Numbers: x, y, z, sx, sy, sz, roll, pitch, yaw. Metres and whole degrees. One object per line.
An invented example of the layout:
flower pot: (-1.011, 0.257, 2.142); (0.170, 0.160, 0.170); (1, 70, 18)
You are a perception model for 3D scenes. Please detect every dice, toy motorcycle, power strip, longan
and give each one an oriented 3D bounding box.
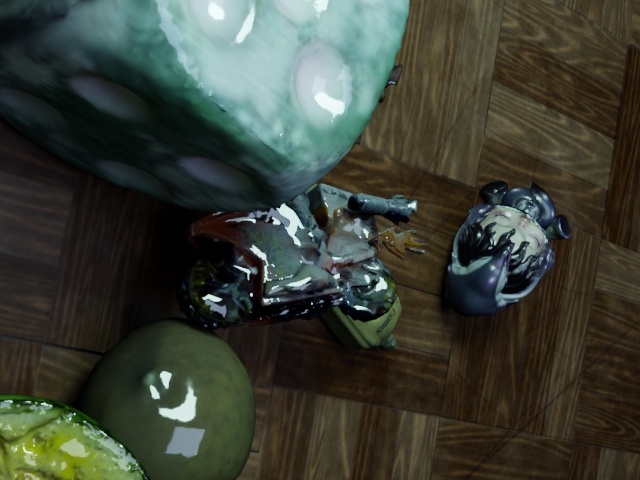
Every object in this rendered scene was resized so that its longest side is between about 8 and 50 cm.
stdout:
dice: (-0.141, -0.242, 1.262); (0.348, 0.328, 0.330); (34, 67, -39)
toy motorcycle: (0.000, 0.000, 1.458); (0.401, 0.134, 0.207); (0, 65, -35)
power strip: (-0.001, 0.012, 1.588); (0.092, 0.066, 0.387); (-53, 125, -26)
longan: (-0.164, 0.192, 1.344); (0.196, 0.197, 0.220); (55, 29, -30)

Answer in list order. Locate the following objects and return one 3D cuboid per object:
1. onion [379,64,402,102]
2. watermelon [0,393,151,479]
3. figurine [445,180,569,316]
onion: (0.040, -0.332, 1.545); (0.314, 0.146, 0.280); (77, 18, -69)
watermelon: (-0.316, 0.278, 1.196); (0.331, 0.189, 0.330); (-8, 107, -25)
figurine: (0.249, 0.016, 1.802); (0.222, 0.145, 0.145); (-49, 123, -44)
